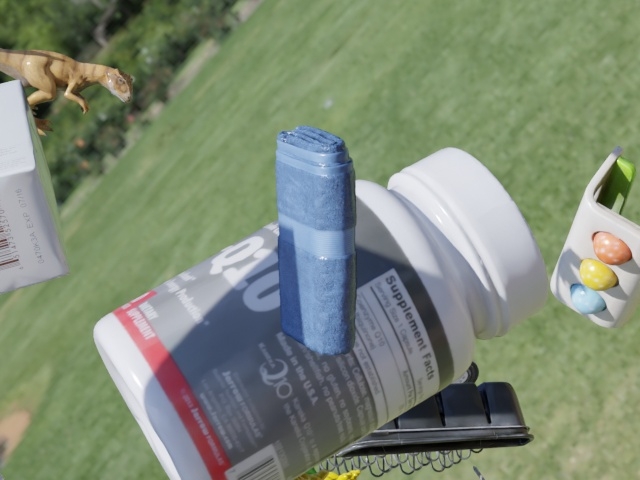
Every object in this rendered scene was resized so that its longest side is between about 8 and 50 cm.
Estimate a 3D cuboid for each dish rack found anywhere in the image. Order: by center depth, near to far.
[{"bbox_3d":[0.076,0.211,1.459,0.271,0.208,0.074,134,133,-61],"label":"dish rack"}]

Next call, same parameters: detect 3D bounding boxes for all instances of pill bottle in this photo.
[{"bbox_3d":[0.003,0.058,0.952,0.283,0.161,0.161,-30,7,-13],"label":"pill bottle"}]

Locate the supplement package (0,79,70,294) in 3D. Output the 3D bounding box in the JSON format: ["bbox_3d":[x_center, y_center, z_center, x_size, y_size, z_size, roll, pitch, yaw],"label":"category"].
[{"bbox_3d":[-0.276,-0.043,1.132,0.105,0.105,0.179,-17,33,-7],"label":"supplement package"}]

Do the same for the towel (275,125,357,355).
[{"bbox_3d":[0.000,0.000,0.755,0.029,0.119,0.067,-8,17,-24],"label":"towel"}]

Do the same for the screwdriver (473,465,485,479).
[{"bbox_3d":[0.210,0.302,1.482,0.025,0.024,0.170,-28,46,0],"label":"screwdriver"}]

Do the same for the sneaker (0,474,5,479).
[{"bbox_3d":[-0.274,0.341,1.282,0.110,0.118,0.292,-31,50,-3],"label":"sneaker"}]

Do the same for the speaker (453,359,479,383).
[{"bbox_3d":[0.148,0.130,1.722,0.055,0.055,0.136,-46,35,13],"label":"speaker"}]

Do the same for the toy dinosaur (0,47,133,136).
[{"bbox_3d":[-0.306,-0.179,1.455,0.064,0.212,0.112,-102,30,-53],"label":"toy dinosaur"}]

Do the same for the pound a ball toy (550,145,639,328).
[{"bbox_3d":[0.430,0.021,1.823,0.135,0.208,0.319,-52,-15,-22],"label":"pound a ball toy"}]

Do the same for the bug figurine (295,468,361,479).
[{"bbox_3d":[-0.085,0.258,1.105,0.279,0.072,0.216,-54,-19,17],"label":"bug figurine"}]
